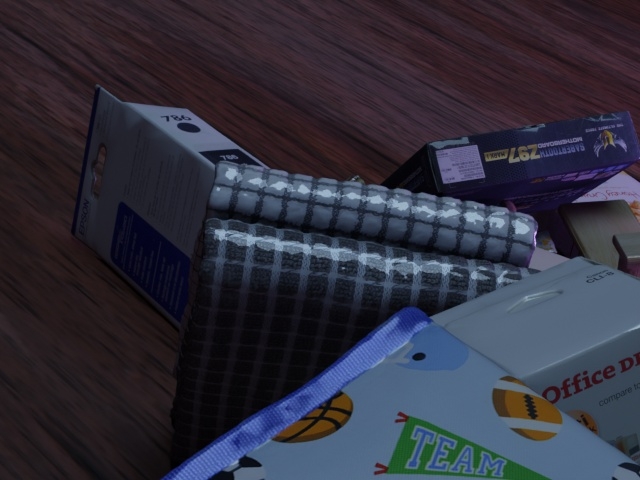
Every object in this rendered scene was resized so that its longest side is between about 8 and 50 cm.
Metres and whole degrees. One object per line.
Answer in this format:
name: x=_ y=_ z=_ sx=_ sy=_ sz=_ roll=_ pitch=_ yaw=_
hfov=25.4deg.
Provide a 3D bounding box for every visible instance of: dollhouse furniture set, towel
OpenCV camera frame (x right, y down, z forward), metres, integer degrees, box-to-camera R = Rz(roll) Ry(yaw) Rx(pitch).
dollhouse furniture set: x=0.301 y=0.012 z=1.373 sx=0.212 sy=0.161 sz=0.242 roll=-4 pitch=34 yaw=-7
towel: x=0.014 y=0.084 z=1.020 sx=0.235 sy=0.283 sz=0.121 roll=7 pitch=49 yaw=-5

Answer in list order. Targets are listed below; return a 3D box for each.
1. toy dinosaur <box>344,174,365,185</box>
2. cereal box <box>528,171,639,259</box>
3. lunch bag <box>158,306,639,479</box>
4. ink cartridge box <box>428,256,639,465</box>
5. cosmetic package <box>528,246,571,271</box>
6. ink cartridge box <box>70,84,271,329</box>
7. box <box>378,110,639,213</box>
toy dinosaur: x=0.000 y=0.000 z=1.421 sx=0.118 sy=0.064 sz=0.268 roll=10 pitch=22 yaw=28
cereal box: x=0.335 y=-0.022 z=1.643 sx=0.173 sy=0.047 sz=0.240 roll=-5 pitch=30 yaw=-31
lunch bag: x=0.024 y=0.264 z=0.665 sx=0.328 sy=0.239 sz=0.385 roll=32 pitch=44 yaw=30
ink cartridge box: x=0.156 y=0.119 z=0.865 sx=0.128 sy=0.176 sz=0.127 roll=-22 pitch=18 yaw=-18
cosmetic package: x=0.257 y=0.128 z=1.166 sx=0.309 sy=0.160 sz=0.113 roll=19 pitch=25 yaw=13
ink cartridge box: x=-0.102 y=-0.004 z=1.253 sx=0.065 sy=0.165 sz=0.333 roll=-10 pitch=35 yaw=-41
box: x=0.189 y=-0.066 z=1.483 sx=0.233 sy=0.059 sz=0.183 roll=-9 pitch=-11 yaw=-19
